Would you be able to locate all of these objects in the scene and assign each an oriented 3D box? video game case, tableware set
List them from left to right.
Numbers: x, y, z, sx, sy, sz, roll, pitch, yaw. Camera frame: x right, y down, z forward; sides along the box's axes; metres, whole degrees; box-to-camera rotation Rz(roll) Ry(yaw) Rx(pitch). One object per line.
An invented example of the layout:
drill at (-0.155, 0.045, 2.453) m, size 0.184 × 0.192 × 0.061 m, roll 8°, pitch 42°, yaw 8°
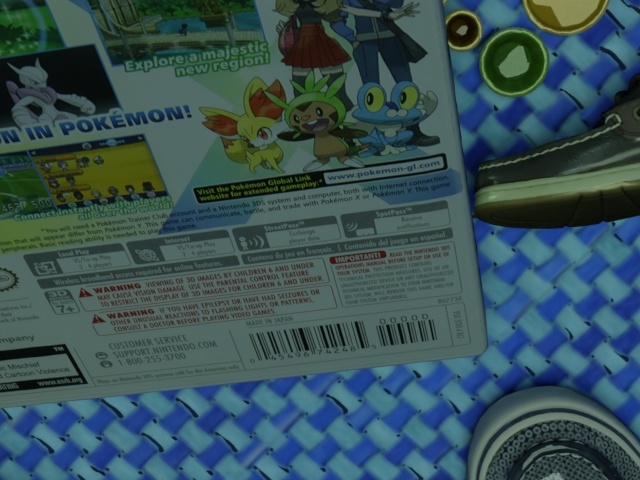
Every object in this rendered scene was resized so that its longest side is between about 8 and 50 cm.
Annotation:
video game case at (-0.097, -0.026, 0.579) m, size 0.329 × 0.036 × 0.300 m, roll -7°, pitch 138°, yaw 8°
tableware set at (0.115, -0.157, 0.636) m, size 0.104 × 0.024 × 0.154 m, roll 35°, pitch 102°, yaw -7°

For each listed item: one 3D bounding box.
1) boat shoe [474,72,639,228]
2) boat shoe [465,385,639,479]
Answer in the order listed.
boat shoe at (0.187, -0.058, 0.638) m, size 0.223 × 0.080 × 0.073 m, roll -11°, pitch 78°, yaw 12°
boat shoe at (0.175, 0.255, 0.671) m, size 0.127 × 0.158 × 0.341 m, roll -21°, pitch 103°, yaw 7°
